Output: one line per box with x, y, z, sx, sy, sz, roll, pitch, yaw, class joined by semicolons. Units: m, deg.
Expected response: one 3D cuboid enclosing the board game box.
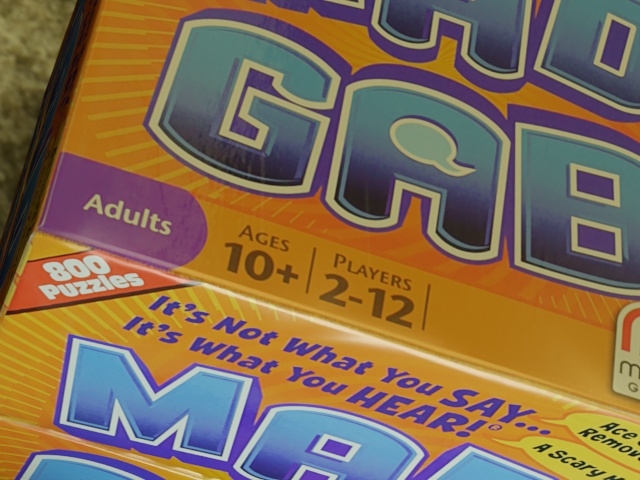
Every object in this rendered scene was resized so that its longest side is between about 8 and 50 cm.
0.000;0.000;1.175;0.356;0.356;0.356;18;54;-10;board game box
